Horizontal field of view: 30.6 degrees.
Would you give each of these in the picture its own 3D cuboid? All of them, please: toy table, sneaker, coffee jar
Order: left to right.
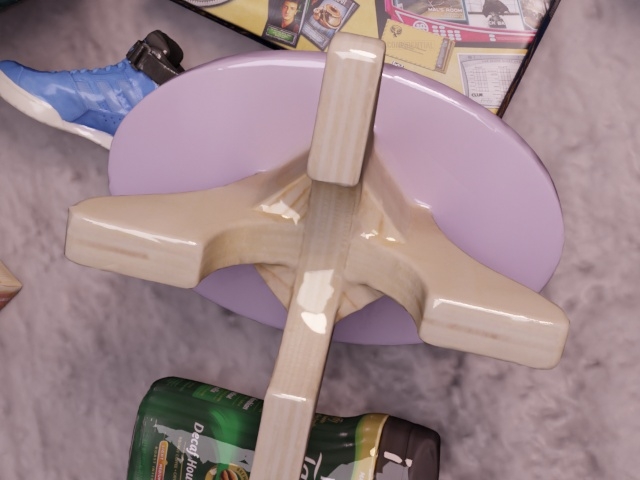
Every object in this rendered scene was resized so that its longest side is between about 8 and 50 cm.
[{"bbox_3d":[-0.132,-0.103,0.750,0.152,0.058,0.084,26,98,6],"label":"sneaker"},{"bbox_3d":[-0.021,0.144,0.713,0.185,0.079,0.096,8,89,10],"label":"coffee jar"},{"bbox_3d":[0.000,0.000,0.647,0.274,0.161,0.252,2,110,7],"label":"toy table"}]

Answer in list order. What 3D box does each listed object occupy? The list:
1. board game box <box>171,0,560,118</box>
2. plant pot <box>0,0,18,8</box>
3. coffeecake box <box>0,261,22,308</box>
[{"bbox_3d":[0.030,-0.183,0.733,0.243,0.042,0.165,27,93,10],"label":"board game box"},{"bbox_3d":[-0.252,-0.246,0.675,0.293,0.293,0.235,-22,98,9],"label":"plant pot"},{"bbox_3d":[-0.318,0.042,0.776,0.185,0.068,0.142,-44,80,5],"label":"coffeecake box"}]
